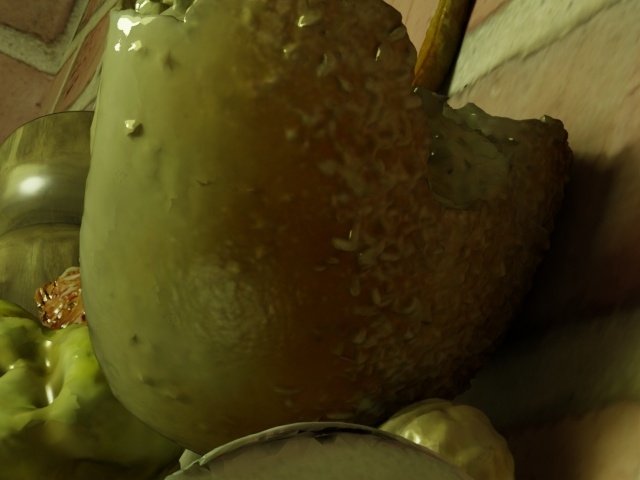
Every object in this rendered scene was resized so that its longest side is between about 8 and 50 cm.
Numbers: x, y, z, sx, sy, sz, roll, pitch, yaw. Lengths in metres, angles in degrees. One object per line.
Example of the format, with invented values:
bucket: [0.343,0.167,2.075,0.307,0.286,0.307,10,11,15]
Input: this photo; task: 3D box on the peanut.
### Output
peanut: [0.028,0.139,0.784,0.080,0.080,0.174,-97,29,-64]

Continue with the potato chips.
potato chips: [0.072,-0.137,1.166,0.026,0.037,0.204,-20,41,57]

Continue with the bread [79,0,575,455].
bread: [-0.002,0.003,0.827,0.314,0.171,0.192,42,-114,-73]

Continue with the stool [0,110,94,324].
stool: [-0.189,0.053,1.492,0.179,0.179,0.264,-53,19,40]

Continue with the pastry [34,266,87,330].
pastry: [-0.134,0.058,1.294,0.169,0.087,0.063,-149,41,-68]

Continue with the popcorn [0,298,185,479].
popcorn: [-0.185,0.205,1.156,0.292,0.293,0.334,0,95,35]

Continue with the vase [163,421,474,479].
vase: [-0.082,0.247,0.702,0.445,0.250,0.250,-48,22,39]
